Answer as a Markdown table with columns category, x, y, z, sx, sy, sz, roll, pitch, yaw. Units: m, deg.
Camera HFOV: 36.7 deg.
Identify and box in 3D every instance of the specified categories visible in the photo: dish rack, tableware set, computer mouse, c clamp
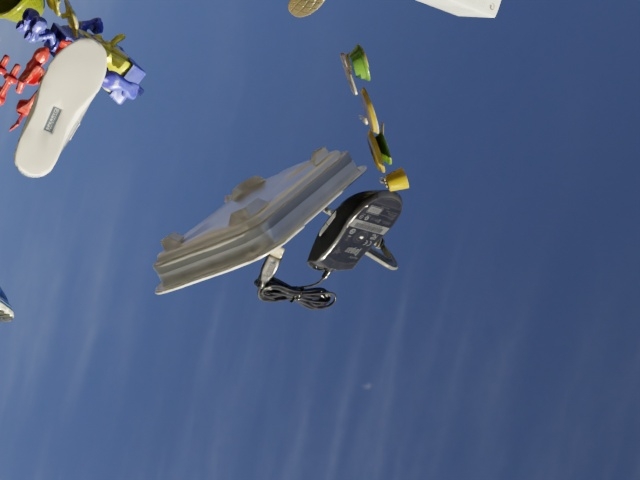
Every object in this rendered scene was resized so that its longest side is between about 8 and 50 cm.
| category | x | y | z | sx | sy | sz | roll | pitch | yaw |
| --- | --- | --- | --- | --- | --- | --- | --- | --- | --- |
| dish rack | -0.105 | -0.045 | 1.524 | 0.285 | 0.333 | 0.072 | -20 | -76 | 39 |
| tableware set | 0.057 | -0.124 | 0.975 | 0.104 | 0.024 | 0.154 | -116 | -172 | -78 |
| computer mouse | 0.000 | 0.000 | 1.517 | 0.262 | 0.184 | 0.060 | -55 | -133 | 28 |
| c clamp | 0.067 | -0.012 | 1.648 | 0.022 | 0.161 | 0.137 | -50 | -157 | 15 |

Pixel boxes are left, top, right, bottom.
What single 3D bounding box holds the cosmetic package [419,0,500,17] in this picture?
| category | x | y | z | sx | sy | sz | roll | pitch | yaw |
| --- | --- | --- | --- | --- | --- | --- | --- | --- | --- |
| cosmetic package | 0.209 | -0.476 | 1.747 | 0.117 | 0.231 | 0.085 | 23 | -81 | 57 |

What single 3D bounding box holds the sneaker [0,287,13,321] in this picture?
| category | x | y | z | sx | sy | sz | roll | pitch | yaw |
| --- | --- | --- | --- | --- | --- | --- | --- | --- | --- |
| sneaker | -0.557 | 0.041 | 1.498 | 0.330 | 0.130 | 0.147 | 103 | -18 | -67 |

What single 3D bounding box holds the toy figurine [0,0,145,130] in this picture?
| category | x | y | z | sx | sy | sz | roll | pitch | yaw |
| --- | --- | --- | --- | --- | --- | --- | --- | --- | --- |
| toy figurine | -0.379 | -0.266 | 1.473 | 0.191 | 0.217 | 0.362 | -58 | -138 | 9 |

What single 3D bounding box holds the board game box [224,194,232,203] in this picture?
| category | x | y | z | sx | sy | sz | roll | pitch | yaw |
| --- | --- | --- | --- | --- | --- | --- | --- | --- | --- |
| board game box | -0.159 | -0.076 | 2.185 | 0.090 | 0.090 | 0.020 | 54 | -35 | 40 |

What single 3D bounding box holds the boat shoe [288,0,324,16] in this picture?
| category | x | y | z | sx | sy | sz | roll | pitch | yaw |
| --- | --- | --- | --- | --- | --- | --- | --- | --- | --- |
| boat shoe | -0.005 | -0.569 | 2.138 | 0.178 | 0.064 | 0.060 | -45 | -162 | 33 |

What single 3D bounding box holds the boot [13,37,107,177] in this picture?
| category | x | y | z | sx | sy | sz | roll | pitch | yaw |
| --- | --- | --- | --- | --- | --- | --- | --- | --- | --- |
| boot | -0.335 | -0.167 | 1.220 | 0.190 | 0.069 | 0.086 | -63 | -161 | -9 |
